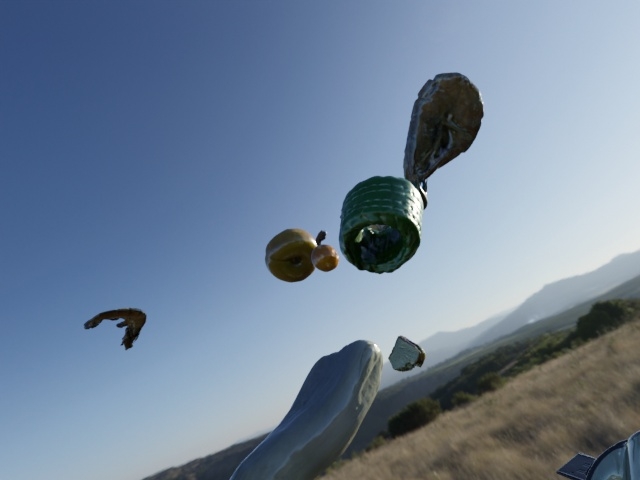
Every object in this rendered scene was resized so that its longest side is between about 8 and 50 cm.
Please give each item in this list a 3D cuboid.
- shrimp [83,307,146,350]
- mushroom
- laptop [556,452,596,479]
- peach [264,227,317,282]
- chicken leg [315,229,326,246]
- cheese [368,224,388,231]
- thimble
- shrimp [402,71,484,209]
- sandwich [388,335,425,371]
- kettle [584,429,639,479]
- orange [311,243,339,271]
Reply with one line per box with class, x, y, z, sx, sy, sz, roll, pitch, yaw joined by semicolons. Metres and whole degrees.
shrimp;-0.548;0.237;1.203;0.147;0.035;0.195;1;-44;-35
mushroom;-0.030;0.290;0.650;0.328;0.122;0.159;-45;-30;-36
laptop;0.842;0.704;1.377;0.135;0.016;0.197;-18;4;-29
peach;-0.124;0.067;1.975;0.251;0.153;0.251;-7;-66;-17
chicken leg;-0.001;-0.002;1.749;0.036;0.083;0.021;20;-6;-1
cheese;0.230;-0.064;1.830;0.163;0.082;0.286;-49;-3;-11
thimble;0.082;-0.019;0.629;0.118;0.090;0.130;-2;-43;16
shrimp;0.381;-0.315;1.479;0.110;0.221;0.446;-50;-24;-61
sandwich;0.237;0.318;1.235;0.035;0.093;0.104;22;-3;-33
kettle;0.438;0.356;0.549;0.161;0.237;0.221;40;-46;-24
orange;0.014;0.048;1.261;0.070;0.083;0.083;-36;-21;22
